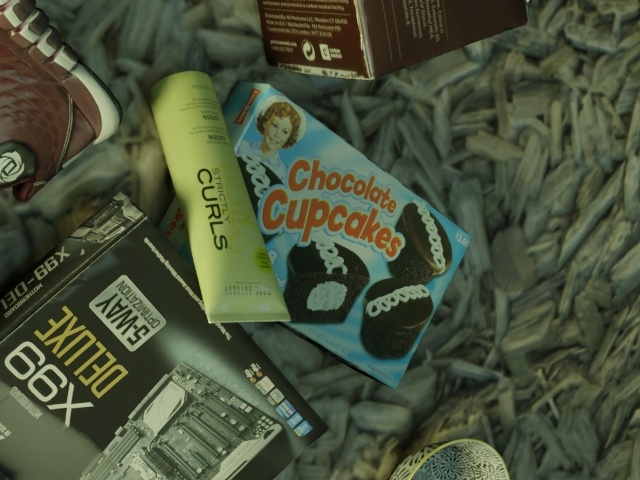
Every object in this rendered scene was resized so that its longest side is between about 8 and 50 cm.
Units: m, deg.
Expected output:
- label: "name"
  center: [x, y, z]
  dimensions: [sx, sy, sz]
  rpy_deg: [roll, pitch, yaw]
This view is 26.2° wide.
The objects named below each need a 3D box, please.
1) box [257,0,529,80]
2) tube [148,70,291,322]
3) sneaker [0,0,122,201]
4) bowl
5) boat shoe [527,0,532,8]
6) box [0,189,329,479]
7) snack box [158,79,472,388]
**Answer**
- label: "box"
  center: [0.061, -0.262, 1.303]
  dimensions: [0.203, 0.168, 0.167]
  rpy_deg: [-23, 112, -30]
- label: "tube"
  center: [-0.093, -0.036, 1.225]
  dimensions: [0.070, 0.062, 0.240]
  rpy_deg: [-16, 69, -5]
- label: "sneaker"
  center: [-0.295, -0.135, 1.112]
  dimensions: [0.162, 0.106, 0.281]
  rpy_deg: [-50, 125, -13]
- label: "bowl"
  center: [0.123, 0.291, 1.532]
  dimensions: [0.170, 0.080, 0.170]
  rpy_deg: [-9, 106, -36]
- label: "boat shoe"
  center: [0.218, -0.358, 1.446]
  dimensions: [0.092, 0.103, 0.285]
  rpy_deg: [18, 93, -43]
- label: "box"
  center: [-0.173, 0.144, 1.250]
  dimensions: [0.242, 0.076, 0.307]
  rpy_deg: [-41, 123, -6]
- label: "snack box"
  center: [0.000, 0.000, 1.386]
  dimensions: [0.322, 0.060, 0.187]
  rpy_deg: [33, 80, -36]
